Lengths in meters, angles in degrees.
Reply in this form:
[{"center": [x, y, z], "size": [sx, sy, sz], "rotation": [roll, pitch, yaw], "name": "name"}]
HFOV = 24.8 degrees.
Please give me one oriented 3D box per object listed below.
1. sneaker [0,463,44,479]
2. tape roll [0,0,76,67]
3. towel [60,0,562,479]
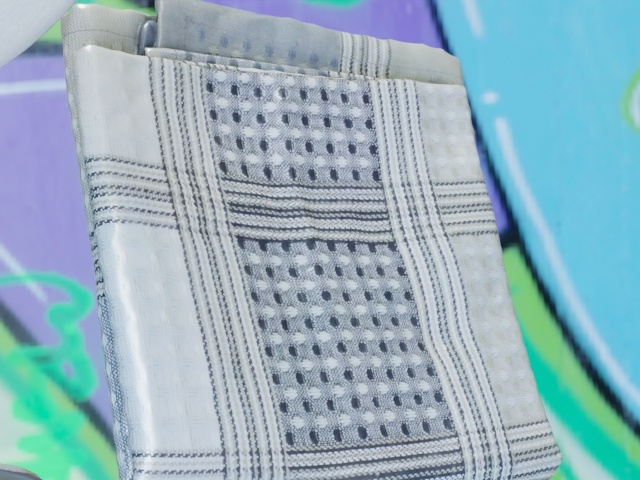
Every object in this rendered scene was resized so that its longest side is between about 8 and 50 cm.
[{"center": [-0.047, 0.167, 0.289], "size": [0.106, 0.101, 0.267], "rotation": [120, 139, -61], "name": "sneaker"}, {"center": [-0.246, -0.230, 0.590], "size": [0.072, 0.392, 0.392], "rotation": [0, 96, 54], "name": "tape roll"}, {"center": [0.000, 0.000, 0.893], "size": [0.056, 0.312, 0.324], "rotation": [-39, 57, 50], "name": "towel"}]
